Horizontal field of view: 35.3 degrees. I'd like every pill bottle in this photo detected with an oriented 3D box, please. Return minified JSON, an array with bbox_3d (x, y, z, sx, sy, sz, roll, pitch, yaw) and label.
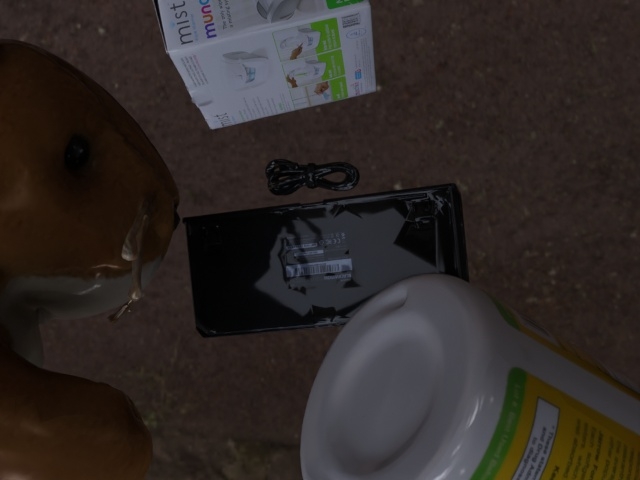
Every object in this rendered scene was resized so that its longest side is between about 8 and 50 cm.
[{"bbox_3d":[0.123,0.127,0.545,0.245,0.136,0.136,30,130,-28],"label":"pill bottle"}]

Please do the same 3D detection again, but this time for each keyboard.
[{"bbox_3d":[0.000,0.000,0.626,0.180,0.108,0.023,-7,179,18],"label":"keyboard"}]

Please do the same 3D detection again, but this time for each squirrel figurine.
[{"bbox_3d":[-0.269,0.046,0.528,0.396,0.371,0.281,18,165,3],"label":"squirrel figurine"}]

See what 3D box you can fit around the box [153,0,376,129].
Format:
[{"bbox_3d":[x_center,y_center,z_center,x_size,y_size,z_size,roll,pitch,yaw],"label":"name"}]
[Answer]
[{"bbox_3d":[-0.058,-0.249,1.209,0.231,0.127,0.262,-13,167,3],"label":"box"}]
